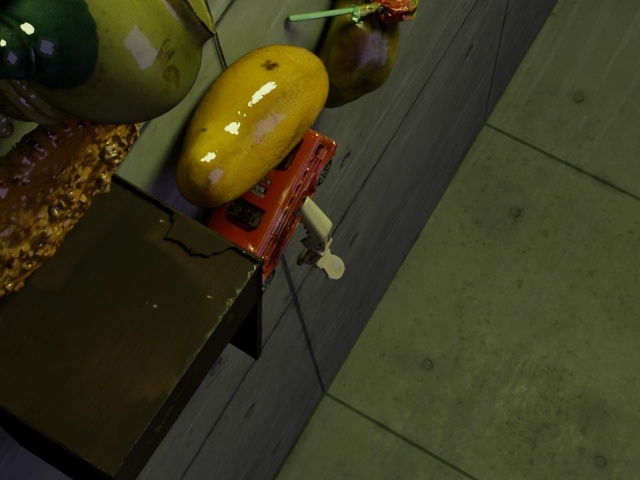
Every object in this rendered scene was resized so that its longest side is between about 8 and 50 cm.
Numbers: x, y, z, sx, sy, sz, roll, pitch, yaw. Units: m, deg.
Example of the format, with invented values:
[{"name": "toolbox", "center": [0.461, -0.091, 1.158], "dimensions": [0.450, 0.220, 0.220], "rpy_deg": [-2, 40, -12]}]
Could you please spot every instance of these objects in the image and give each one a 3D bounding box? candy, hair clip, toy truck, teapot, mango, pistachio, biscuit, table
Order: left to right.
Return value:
[{"name": "biscuit", "center": [-0.230, -0.024, 0.815], "dimensions": [0.254, 0.035, 0.254], "rpy_deg": [-50, 180, 0]}, {"name": "teapot", "center": [-0.177, -0.149, 0.688], "dimensions": [0.183, 0.173, 0.269], "rpy_deg": [-29, -165, 7]}, {"name": "table", "center": [-0.202, 0.123, 1.041], "dimensions": [0.250, 0.196, 0.282], "rpy_deg": [-57, 169, -22]}, {"name": "mango", "center": [-0.086, -0.132, 1.136], "dimensions": [0.262, 0.109, 0.157], "rpy_deg": [-44, 169, -39]}, {"name": "toy truck", "center": [-0.083, -0.043, 1.323], "dimensions": [0.252, 0.107, 0.114], "rpy_deg": [-62, 170, 2]}, {"name": "hair clip", "center": [0.000, 0.000, 1.339], "dimensions": [0.034, 0.072, 0.226], "rpy_deg": [-62, 171, -18]}, {"name": "candy", "center": [0.042, -0.297, 1.289], "dimensions": [0.201, 0.060, 0.060], "rpy_deg": [-18, 142, -31]}, {"name": "pistachio", "center": [0.052, -0.263, 1.391], "dimensions": [0.100, 0.110, 0.189], "rpy_deg": [-111, -139, -64]}]
